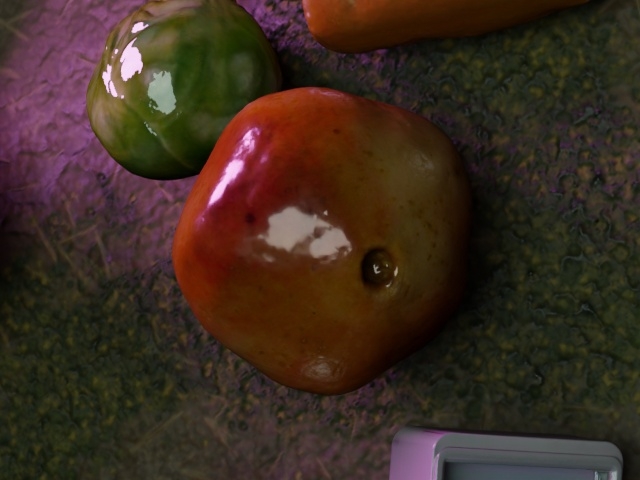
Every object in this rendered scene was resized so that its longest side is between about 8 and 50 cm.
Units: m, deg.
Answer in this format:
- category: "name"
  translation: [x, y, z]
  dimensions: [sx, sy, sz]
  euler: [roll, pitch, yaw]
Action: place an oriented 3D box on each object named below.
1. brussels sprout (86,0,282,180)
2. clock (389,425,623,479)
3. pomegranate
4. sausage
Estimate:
- category: "brussels sprout"
  translation: [-0.098, -0.115, 1.421]
  dimensions: [0.155, 0.117, 0.155]
  euler: [-16, 57, 27]
- category: "clock"
  translation: [0.119, 0.224, 1.294]
  dimensions: [0.063, 0.150, 0.197]
  euler: [176, 99, -65]
- category: "pomegranate"
  translation: [0.001, 0.000, 1.334]
  dimensions: [0.209, 0.209, 0.209]
  euler: [-2, 86, 24]
- category: "sausage"
  translation: [0.093, -0.188, 1.369]
  dimensions: [0.238, 0.098, 0.098]
  euler: [-8, 83, 25]
